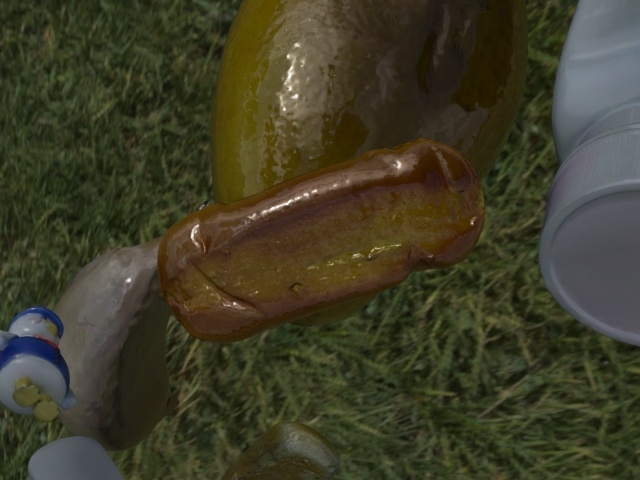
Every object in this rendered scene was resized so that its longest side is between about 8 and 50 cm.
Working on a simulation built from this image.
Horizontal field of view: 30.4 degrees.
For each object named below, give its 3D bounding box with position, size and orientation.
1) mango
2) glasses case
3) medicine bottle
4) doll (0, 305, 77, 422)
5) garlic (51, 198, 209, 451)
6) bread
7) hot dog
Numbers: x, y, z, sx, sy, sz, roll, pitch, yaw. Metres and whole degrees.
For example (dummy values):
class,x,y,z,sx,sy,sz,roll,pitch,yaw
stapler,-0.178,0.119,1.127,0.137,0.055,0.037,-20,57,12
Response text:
class,x,y,z,sx,sy,sz,roll,pitch,yaw
mango,0.041,-0.124,1.090,0.301,0.220,0.445,35,67,-33
glasses case,-0.207,0.250,1.072,0.076,0.049,0.197,-17,38,-26
medicine bottle,0.196,-0.083,0.632,0.161,0.111,0.296,58,40,-28
doll,-0.237,0.097,0.970,0.057,0.143,0.099,-38,117,6
garlic,-0.245,0.107,1.431,0.196,0.338,0.151,-20,43,-41
bread,0.000,0.000,0.857,0.245,0.094,0.102,-18,91,-2
hot dog,-0.052,0.276,1.434,0.084,0.242,0.073,26,50,-12
